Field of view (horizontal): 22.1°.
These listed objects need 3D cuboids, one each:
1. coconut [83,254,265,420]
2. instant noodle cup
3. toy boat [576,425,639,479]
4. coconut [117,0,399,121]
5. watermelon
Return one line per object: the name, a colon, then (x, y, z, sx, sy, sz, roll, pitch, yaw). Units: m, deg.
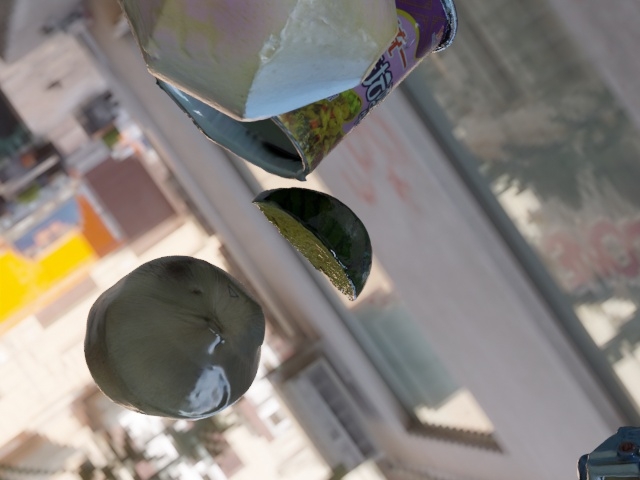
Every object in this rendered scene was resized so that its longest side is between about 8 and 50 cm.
coconut: (-0.167, 0.115, 1.922, 0.224, 0.224, 0.224, -35, -175, 3)
instant noodle cup: (-0.042, -0.253, 1.986, 0.266, 0.340, 0.340, -52, -171, -16)
toy boat: (0.295, 0.207, 1.242, 0.215, 0.088, 0.102, 3, -146, 18)
coconut: (-0.047, -0.230, 1.480, 0.259, 0.259, 0.259, -35, -175, 3)
watermelon: (0.000, 0.002, 2.014, 0.092, 0.181, 0.075, -36, -168, 26)
